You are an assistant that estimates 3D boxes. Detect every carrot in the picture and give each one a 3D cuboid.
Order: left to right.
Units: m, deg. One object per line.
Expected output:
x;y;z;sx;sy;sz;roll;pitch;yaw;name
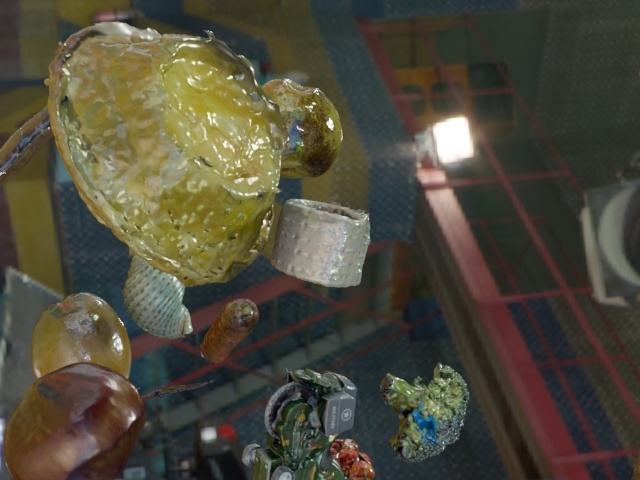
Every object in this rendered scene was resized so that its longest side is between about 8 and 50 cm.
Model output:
-0.152;0.148;1.708;0.186;0.060;0.060;-48;-135;51;carrot

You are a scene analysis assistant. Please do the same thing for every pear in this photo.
-0.058;-0.214;2.000;0.197;0.197;0.197;174;-90;-82;pear

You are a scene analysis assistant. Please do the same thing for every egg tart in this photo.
-0.152;-0.118;1.211;0.132;0.345;0.345;-26;-118;35;egg tart

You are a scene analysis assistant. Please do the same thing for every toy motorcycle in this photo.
-0.005;0.295;1.382;0.125;0.187;0.274;26;-66;51;toy motorcycle

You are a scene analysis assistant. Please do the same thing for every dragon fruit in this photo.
0.019;0.366;1.618;0.208;0.133;0.150;-13;-140;58;dragon fruit

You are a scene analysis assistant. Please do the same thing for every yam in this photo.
-0.497;-0.165;1.774;0.057;0.241;0.057;44;-7;7;yam

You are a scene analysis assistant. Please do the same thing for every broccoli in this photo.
0.167;0.285;1.767;0.167;0.160;0.154;-58;179;10;broccoli

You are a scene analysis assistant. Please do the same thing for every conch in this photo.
-0.290;0.099;1.808;0.135;0.102;0.153;-28;-108;54;conch

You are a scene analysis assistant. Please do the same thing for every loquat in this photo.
-0.430;0.207;1.898;0.179;0.179;0.227;-145;-128;-79;loquat

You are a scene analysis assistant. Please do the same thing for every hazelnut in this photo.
-0.347;0.268;1.476;0.178;0.204;0.178;45;-3;3;hazelnut

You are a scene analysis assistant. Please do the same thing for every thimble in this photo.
0.000;0.000;1.254;0.102;0.115;0.090;-1;105;-61;thimble

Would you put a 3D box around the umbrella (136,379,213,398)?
-0.236;0.241;1.684;0.022;0.149;0.022;44;43;-56;umbrella

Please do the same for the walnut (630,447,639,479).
0.717;0.461;1.883;0.308;0.354;0.397;37;-53;39;walnut
